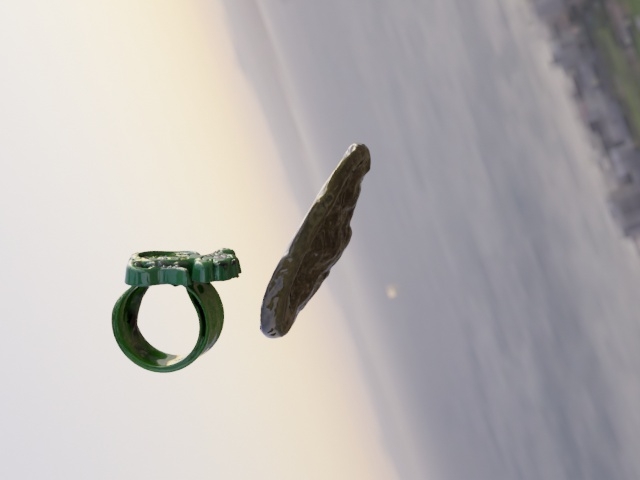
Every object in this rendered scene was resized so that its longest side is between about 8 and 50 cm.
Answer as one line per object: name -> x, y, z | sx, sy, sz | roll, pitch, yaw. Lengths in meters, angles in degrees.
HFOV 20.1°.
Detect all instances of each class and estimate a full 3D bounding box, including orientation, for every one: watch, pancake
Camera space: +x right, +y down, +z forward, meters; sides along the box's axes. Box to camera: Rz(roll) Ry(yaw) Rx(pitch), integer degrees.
watch -> -0.180, 0.090, 2.286 | 0.131, 0.165, 0.152 | -33, -56, -75
pancake -> 0.000, 0.000, 1.981 | 0.242, 0.050, 0.242 | 24, -90, -84
